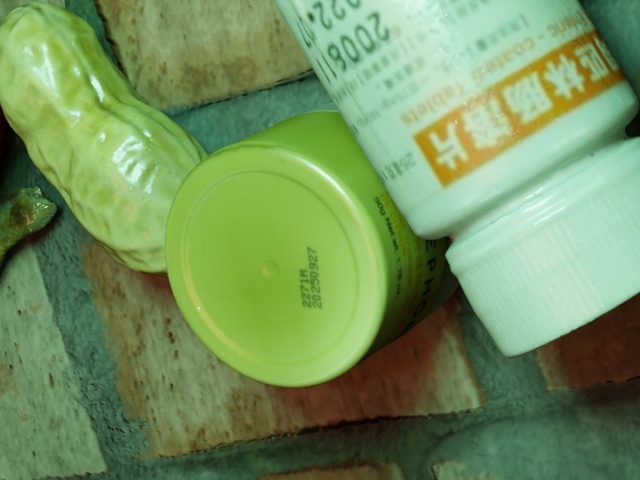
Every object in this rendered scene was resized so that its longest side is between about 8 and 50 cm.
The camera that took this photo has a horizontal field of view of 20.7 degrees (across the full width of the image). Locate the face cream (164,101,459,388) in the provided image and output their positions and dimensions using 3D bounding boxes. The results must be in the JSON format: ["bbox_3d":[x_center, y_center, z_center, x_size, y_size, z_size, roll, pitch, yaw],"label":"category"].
[{"bbox_3d":[0.000,0.000,1.524,0.218,0.179,0.218,10,110,27],"label":"face cream"}]

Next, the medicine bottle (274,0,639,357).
[{"bbox_3d":[0.133,-0.110,1.394,0.211,0.211,0.371,-33,88,34],"label":"medicine bottle"}]

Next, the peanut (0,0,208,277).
[{"bbox_3d":[-0.201,-0.095,1.638,0.305,0.147,0.147,49,123,15],"label":"peanut"}]

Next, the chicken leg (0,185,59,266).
[{"bbox_3d":[-0.342,0.001,1.801,0.198,0.069,0.085,-27,67,27],"label":"chicken leg"}]

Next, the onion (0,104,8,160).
[{"bbox_3d":[-0.474,-0.139,1.691,0.358,0.345,0.358,0,95,-4],"label":"onion"}]
